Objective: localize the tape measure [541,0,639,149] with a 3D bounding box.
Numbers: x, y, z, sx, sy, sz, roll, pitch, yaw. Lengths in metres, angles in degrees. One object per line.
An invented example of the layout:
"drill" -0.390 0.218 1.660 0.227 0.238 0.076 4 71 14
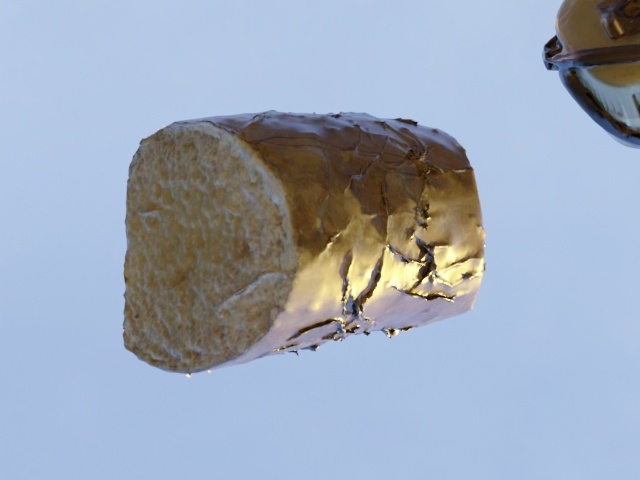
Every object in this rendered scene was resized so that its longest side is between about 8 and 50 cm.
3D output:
"tape measure" 0.307 -0.165 1.457 0.207 0.115 0.235 -26 -142 1

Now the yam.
"yam" 0.003 -0.003 1.350 0.201 0.202 0.271 1 -176 41
